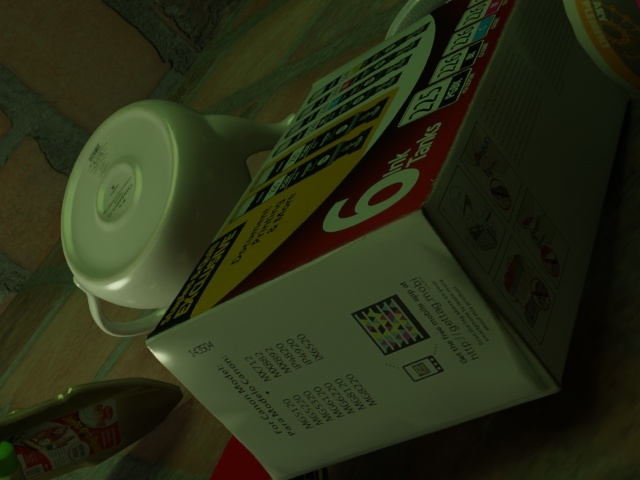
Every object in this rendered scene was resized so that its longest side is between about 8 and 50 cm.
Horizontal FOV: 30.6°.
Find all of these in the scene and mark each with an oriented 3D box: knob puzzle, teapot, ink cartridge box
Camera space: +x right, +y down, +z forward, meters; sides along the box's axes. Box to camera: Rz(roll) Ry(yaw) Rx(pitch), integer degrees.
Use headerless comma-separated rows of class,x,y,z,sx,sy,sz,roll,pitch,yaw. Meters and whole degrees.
knob puzzle,-0.228,0.173,1.128,0.213,0.213,0.030,-42,61,28
teapot,-0.164,-0.025,1.346,0.256,0.187,0.252,-9,69,42
ink cartridge box,0.032,-0.009,0.750,0.272,0.130,0.309,-26,22,35

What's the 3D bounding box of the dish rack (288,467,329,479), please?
dish rack,-0.083,0.247,0.718,0.271,0.074,0.208,-43,18,16

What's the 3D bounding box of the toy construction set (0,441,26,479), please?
toy construction set,-0.360,0.262,0.966,0.215,0.328,0.151,-133,49,-57

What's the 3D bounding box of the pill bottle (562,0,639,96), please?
pill bottle,0.250,-0.156,0.556,0.162,0.162,0.278,-54,16,-13

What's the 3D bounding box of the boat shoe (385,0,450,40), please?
boat shoe,0.191,-0.213,0.956,0.302,0.109,0.094,-28,8,21
